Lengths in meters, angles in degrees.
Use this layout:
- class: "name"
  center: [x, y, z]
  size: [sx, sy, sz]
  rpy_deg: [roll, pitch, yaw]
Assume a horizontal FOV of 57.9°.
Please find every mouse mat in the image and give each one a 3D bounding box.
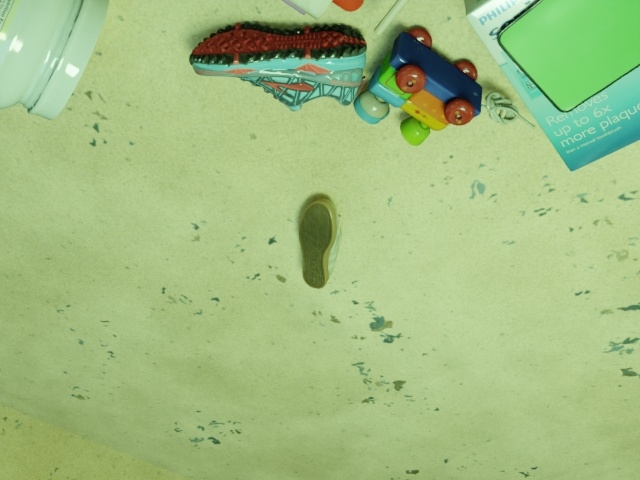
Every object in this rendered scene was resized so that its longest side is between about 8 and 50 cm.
- class: "mouse mat"
  center: [0.324, -0.248, 0.672]
  size: [0.152, 0.007, 0.189]
  rpy_deg: [36, 129, -24]

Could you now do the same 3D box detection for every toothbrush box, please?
- class: "toothbrush box"
  center: [0.351, -0.266, 0.744]
  size: [0.216, 0.126, 0.295]
  rpy_deg: [-27, 124, 31]

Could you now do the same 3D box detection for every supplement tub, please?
- class: "supplement tub"
  center: [-0.464, -0.314, 0.730]
  size: [0.324, 0.236, 0.235]
  rpy_deg: [24, 136, -34]

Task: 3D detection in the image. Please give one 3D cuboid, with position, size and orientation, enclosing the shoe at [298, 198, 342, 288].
- class: "shoe"
  center: [0.000, 0.000, 1.133]
  size: [0.076, 0.058, 0.219]
  rpy_deg: [22, 134, 16]

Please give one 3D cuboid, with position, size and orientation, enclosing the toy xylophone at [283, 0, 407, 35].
- class: "toy xylophone"
  center: [0.041, -0.393, 0.697]
  size: [0.236, 0.081, 0.322]
  rpy_deg: [34, 131, -23]

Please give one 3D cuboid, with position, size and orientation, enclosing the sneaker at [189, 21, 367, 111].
- class: "sneaker"
  center: [-0.064, -0.241, 0.857]
  size: [0.261, 0.104, 0.125]
  rpy_deg: [4, 138, 6]

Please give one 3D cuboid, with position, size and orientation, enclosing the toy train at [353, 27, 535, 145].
- class: "toy train"
  center: [0.181, -0.190, 0.875]
  size: [0.248, 0.105, 0.143]
  rpy_deg: [28, 143, -19]
